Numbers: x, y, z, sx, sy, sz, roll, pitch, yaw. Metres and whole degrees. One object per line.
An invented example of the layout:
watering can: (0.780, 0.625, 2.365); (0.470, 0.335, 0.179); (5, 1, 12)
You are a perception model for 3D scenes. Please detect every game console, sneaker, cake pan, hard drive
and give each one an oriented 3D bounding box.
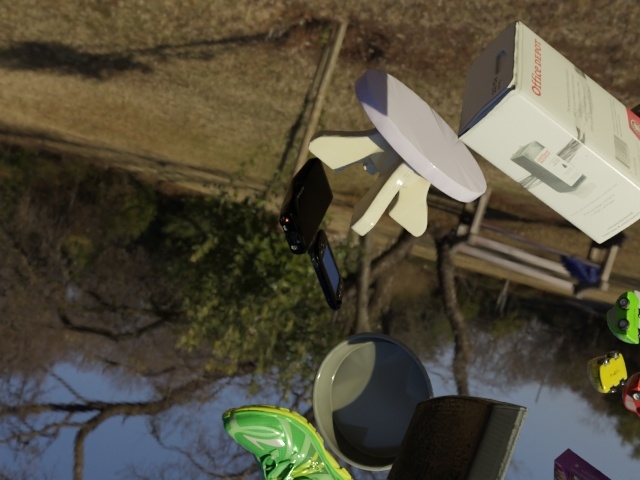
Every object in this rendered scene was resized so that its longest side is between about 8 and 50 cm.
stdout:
game console: (0.000, 0.000, 1.809); (0.044, 0.361, 0.213); (-1, -141, 25)
sneaker: (-0.043, 0.365, 1.201); (0.109, 0.123, 0.295); (-26, 115, 34)
cake pan: (0.118, 0.346, 1.669); (0.293, 0.293, 0.054); (18, -176, 30)
hard drive: (0.175, 0.290, 1.052); (0.054, 0.172, 0.254); (29, 162, -10)

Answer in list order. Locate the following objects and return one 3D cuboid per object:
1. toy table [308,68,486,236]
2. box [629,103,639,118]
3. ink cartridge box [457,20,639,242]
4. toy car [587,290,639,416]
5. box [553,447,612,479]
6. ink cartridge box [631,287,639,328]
toy table: (0.121, -0.131, 1.256); (0.274, 0.161, 0.252); (45, -148, -8)
box: (0.672, -0.191, 1.333); (0.203, 0.167, 0.168); (-31, -165, -16)
ink cartridge box: (0.268, -0.123, 0.865); (0.218, 0.092, 0.158); (35, -139, -15)
toy car: (0.565, 0.205, 1.437); (0.053, 0.225, 0.239); (-14, 146, 44)
box: (0.661, 0.669, 1.867); (0.057, 0.293, 0.201); (-30, -141, -23)
ink cartridge box: (0.783, 0.183, 1.721); (0.190, 0.082, 0.139); (24, -174, 25)
